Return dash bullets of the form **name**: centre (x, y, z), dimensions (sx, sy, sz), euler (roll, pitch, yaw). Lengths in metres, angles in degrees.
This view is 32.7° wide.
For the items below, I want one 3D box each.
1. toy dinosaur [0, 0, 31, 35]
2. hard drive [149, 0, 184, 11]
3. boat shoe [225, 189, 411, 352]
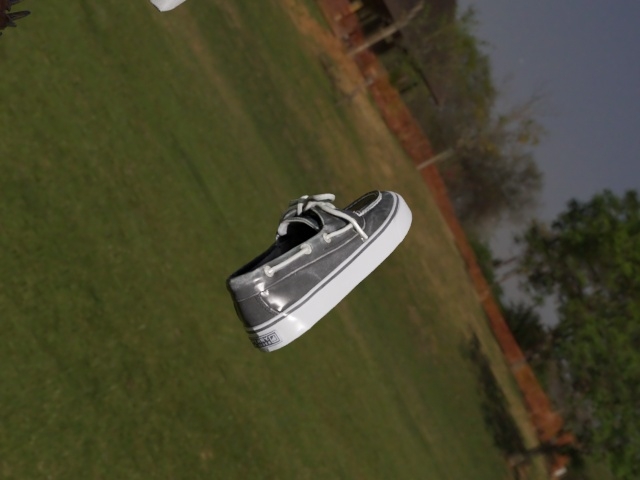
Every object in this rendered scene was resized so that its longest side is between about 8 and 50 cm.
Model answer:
- **toy dinosaur**: centre (-0.478, -0.416, 1.580), dimensions (0.200, 0.296, 0.127), euler (28, -3, 16)
- **hard drive**: centre (-0.033, -0.396, 1.108), dimensions (0.047, 0.353, 0.233), euler (45, 45, -3)
- **boat shoe**: centre (-0.003, 0.001, 1.212), dimensions (0.306, 0.113, 0.105), euler (-41, 106, -43)
